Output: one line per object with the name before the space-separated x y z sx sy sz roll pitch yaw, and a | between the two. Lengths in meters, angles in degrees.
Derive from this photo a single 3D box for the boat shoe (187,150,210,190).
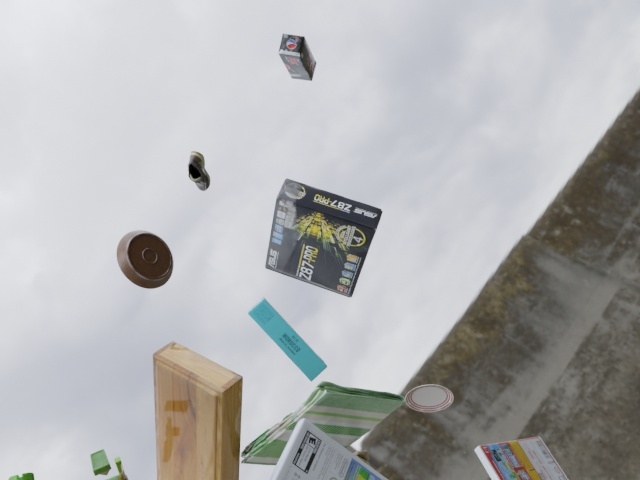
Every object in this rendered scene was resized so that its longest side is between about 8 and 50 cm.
boat shoe | -0.347 -0.186 2.004 0.152 0.056 0.049 83 -153 -54

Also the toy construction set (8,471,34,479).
toy construction set | -0.451 0.426 0.918 0.309 0.258 0.237 86 177 -71

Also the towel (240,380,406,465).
towel | 0.000 0.423 1.612 0.248 0.038 0.325 18 -51 -36

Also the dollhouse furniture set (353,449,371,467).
dollhouse furniture set | 0.136 0.620 1.716 0.101 0.182 0.161 -41 -44 8

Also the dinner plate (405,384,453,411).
dinner plate | 0.319 0.459 2.094 0.017 0.141 0.141 -88 3 -47

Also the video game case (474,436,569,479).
video game case | 0.595 0.670 2.058 0.285 0.204 0.025 5 -49 -37

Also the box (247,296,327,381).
box | -0.089 0.258 1.884 0.060 0.244 0.100 -43 2 -5

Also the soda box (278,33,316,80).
soda box | -0.056 -0.452 1.773 0.169 0.060 0.053 42 -121 -77

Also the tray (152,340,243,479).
tray | -0.283 0.449 1.625 0.076 0.203 0.410 -31 -46 -50

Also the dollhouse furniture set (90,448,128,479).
dollhouse furniture set | -0.480 0.550 1.632 0.076 0.058 0.151 -19 -58 -18

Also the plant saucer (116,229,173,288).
plant saucer | -0.459 0.045 1.901 0.029 0.168 0.168 -31 -5 41

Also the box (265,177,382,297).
box | 0.000 0.000 2.289 0.394 0.318 0.097 106 -175 -53

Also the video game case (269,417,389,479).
video game case | 0.019 0.551 1.364 0.036 0.300 0.329 -47 8 41
